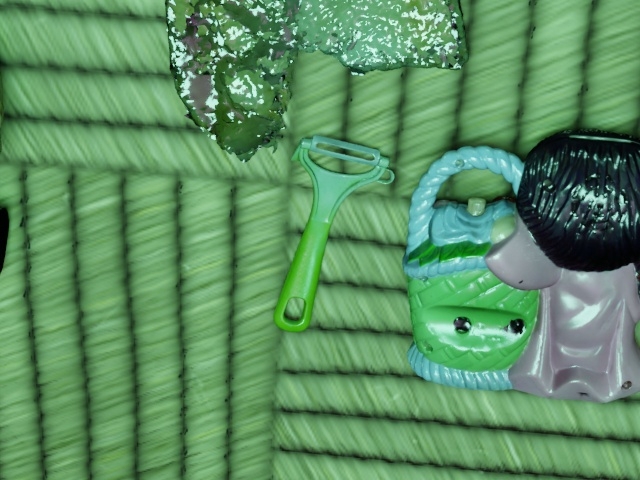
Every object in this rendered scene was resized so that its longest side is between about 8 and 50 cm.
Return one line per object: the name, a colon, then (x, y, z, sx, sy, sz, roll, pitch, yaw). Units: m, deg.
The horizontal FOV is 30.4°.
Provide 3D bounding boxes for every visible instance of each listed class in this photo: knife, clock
knife: (0.000, -0.001, 0.902, 0.078, 0.022, 0.166, 15, 117, -5)
clock: (0.157, 0.014, 0.853, 0.194, 0.100, 0.195, 6, 116, 4)

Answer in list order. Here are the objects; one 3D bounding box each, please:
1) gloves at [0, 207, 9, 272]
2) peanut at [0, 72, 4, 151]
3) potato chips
gloves: (-0.350, -0.003, 0.888, 0.212, 0.127, 0.111, 10, 109, -4)
peanut: (-0.311, -0.145, 0.812, 0.123, 0.123, 0.257, -32, 106, 20)
potato chips: (-0.015, -0.156, 0.825, 0.220, 0.029, 0.202, -39, 107, 19)
